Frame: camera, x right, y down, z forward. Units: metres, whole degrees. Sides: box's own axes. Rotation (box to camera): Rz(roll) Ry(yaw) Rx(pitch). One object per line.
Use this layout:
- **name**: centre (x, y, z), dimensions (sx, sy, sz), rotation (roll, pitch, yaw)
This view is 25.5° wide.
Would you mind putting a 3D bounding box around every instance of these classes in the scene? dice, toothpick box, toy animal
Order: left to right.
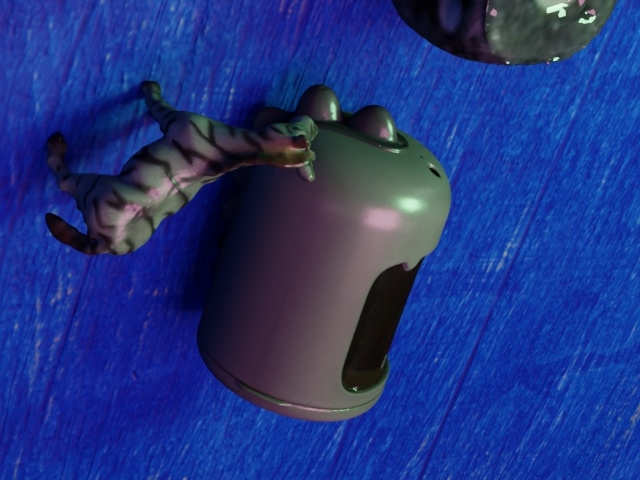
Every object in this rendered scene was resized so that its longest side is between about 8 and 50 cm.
- **toy animal**: centre (-0.135, -0.082, 1.291), dimensions (0.255, 0.170, 0.090), rotation (-27, 133, 7)
- **toothpick box**: centre (0.000, 0.000, 1.446), dimensions (0.229, 0.229, 0.316), rotation (-2, 122, -38)
- **dice**: centre (0.178, -0.283, 1.361), dimensions (0.181, 0.183, 0.182), rotation (-10, 128, -31)
